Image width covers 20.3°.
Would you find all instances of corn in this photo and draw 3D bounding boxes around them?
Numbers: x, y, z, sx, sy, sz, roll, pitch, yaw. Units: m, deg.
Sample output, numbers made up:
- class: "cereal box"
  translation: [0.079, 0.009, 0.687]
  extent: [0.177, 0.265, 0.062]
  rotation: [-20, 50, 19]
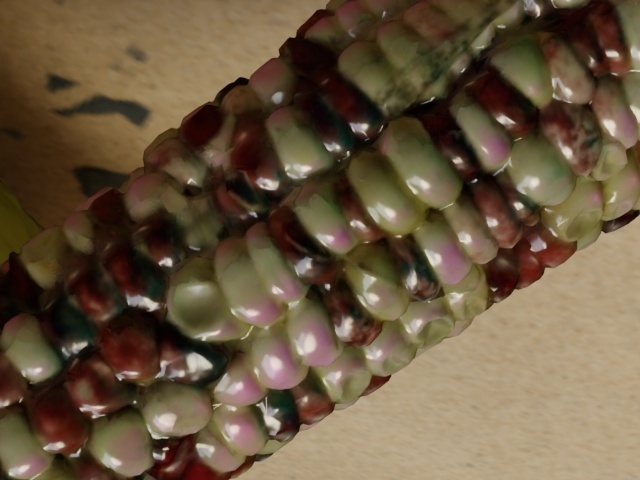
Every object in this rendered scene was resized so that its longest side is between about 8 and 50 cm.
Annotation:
- class: "corn"
  translation: [0.000, 0.000, 0.441]
  extent: [0.092, 0.280, 0.092]
  rotation: [53, 177, 5]

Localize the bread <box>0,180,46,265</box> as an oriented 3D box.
- class: "bread"
  translation: [-0.243, 0.066, 0.571]
  extent: [0.348, 0.348, 0.308]
  rotation: [-9, 130, 36]
